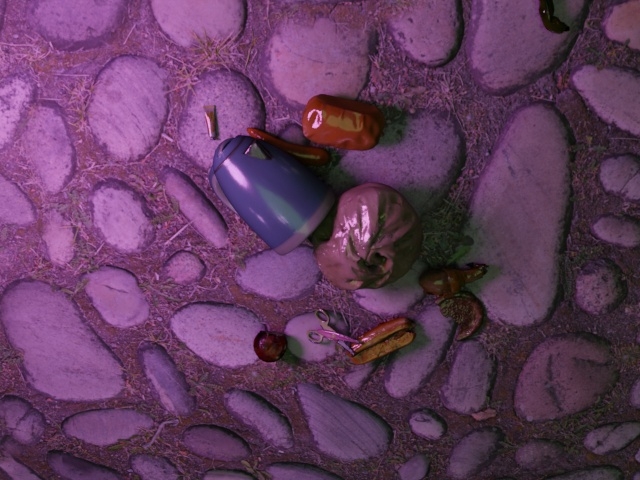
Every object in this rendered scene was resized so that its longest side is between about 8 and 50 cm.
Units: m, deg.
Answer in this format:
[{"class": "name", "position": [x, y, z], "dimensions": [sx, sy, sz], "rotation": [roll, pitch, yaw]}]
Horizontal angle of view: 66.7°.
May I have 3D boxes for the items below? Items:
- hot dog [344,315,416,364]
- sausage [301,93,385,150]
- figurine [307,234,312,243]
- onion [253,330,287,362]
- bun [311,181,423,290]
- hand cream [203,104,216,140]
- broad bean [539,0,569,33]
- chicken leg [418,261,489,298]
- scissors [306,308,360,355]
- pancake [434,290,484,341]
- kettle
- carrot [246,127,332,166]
[{"class": "hot dog", "position": [0.204, 0.343, 1.666], "dimensions": [0.270, 0.072, 0.109], "rotation": [-25, 106, 9]}, {"class": "sausage", "position": [0.067, -0.335, 1.389], "dimensions": [0.241, 0.120, 0.136], "rotation": [8, 125, -1]}, {"class": "figurine", "position": [0.000, 0.000, 1.553], "dimensions": [0.072, 0.054, 0.129], "rotation": [-27, 110, -1]}, {"class": "onion", "position": [-0.172, 0.363, 1.663], "dimensions": [0.117, 0.118, 0.118], "rotation": [10, 112, 22]}, {"class": "bun", "position": [0.148, 0.013, 1.444], "dimensions": [0.326, 0.234, 0.362], "rotation": [13, 123, -24]}, {"class": "hand cream", "position": [-0.328, -0.350, 1.449], "dimensions": [0.035, 0.022, 0.102], "rotation": [-1, 106, 8]}, {"class": "broad bean", "position": [0.607, -0.637, 1.295], "dimensions": [0.061, 0.046, 0.195], "rotation": [-32, 112, 1]}, {"class": "chicken leg", "position": [0.434, 0.129, 1.577], "dimensions": [0.228, 0.088, 0.103], "rotation": [-12, 100, 0]}, {"class": "scissors", "position": [0.045, 0.324, 1.655], "dimensions": [0.187, 0.020, 0.133], "rotation": [26, 112, 19]}, {"class": "pancake", "position": [0.465, 0.254, 1.650], "dimensions": [0.191, 0.020, 0.184], "rotation": [21, 111, -6]}, {"class": "kettle", "position": [-0.179, -0.142, 1.420], "dimensions": [0.342, 0.247, 0.319], "rotation": [41, 140, -13]}, {"class": "carrot", "position": [-0.096, -0.272, 1.449], "dimensions": [0.271, 0.062, 0.066], "rotation": [14, 115, -2]}]
